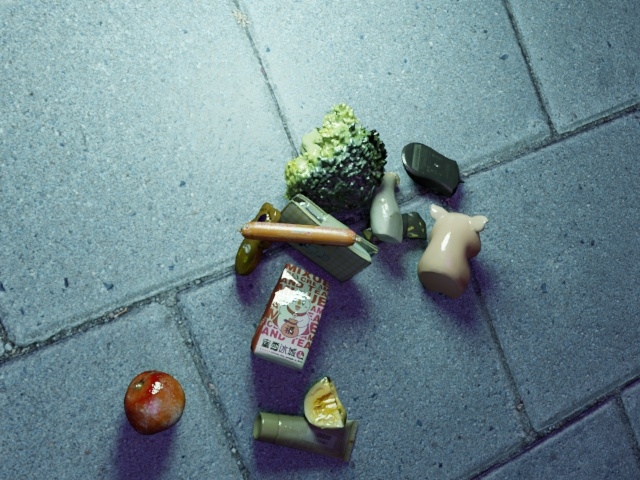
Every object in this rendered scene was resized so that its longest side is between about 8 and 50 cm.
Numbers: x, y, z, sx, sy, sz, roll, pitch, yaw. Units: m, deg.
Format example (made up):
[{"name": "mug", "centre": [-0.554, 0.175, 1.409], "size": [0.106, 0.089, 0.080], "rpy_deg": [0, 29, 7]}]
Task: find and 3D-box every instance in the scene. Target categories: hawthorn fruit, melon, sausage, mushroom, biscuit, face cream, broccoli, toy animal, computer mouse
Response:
[{"name": "hawthorn fruit", "centre": [-0.471, 0.456, 1.229], "size": [0.173, 0.173, 0.172], "rpy_deg": [1, 88, -14]}, {"name": "melon", "centre": [0.009, 0.529, 1.381], "size": [0.128, 0.079, 0.160], "rpy_deg": [-15, 63, -9]}, {"name": "sausage", "centre": [-0.059, -0.018, 1.215], "size": [0.348, 0.053, 0.053], "rpy_deg": [5, 87, -2]}, {"name": "mushroom", "centre": [0.215, -0.122, 1.409], "size": [0.118, 0.103, 0.270], "rpy_deg": [32, 53, -41]}, {"name": "biscuit", "centre": [-0.197, -0.002, 1.313], "size": [0.039, 0.180, 0.236], "rpy_deg": [23, 96, -32]}, {"name": "face cream", "centre": [-0.041, 0.616, 1.375], "size": [0.341, 0.084, 0.137], "rpy_deg": [18, 82, -20]}, {"name": "broccoli", "centre": [0.033, -0.234, 1.349], "size": [0.348, 0.293, 0.280], "rpy_deg": [-37, 56, 13]}, {"name": "toy animal", "centre": [0.441, 0.043, 1.446], "size": [0.195, 0.213, 0.256], "rpy_deg": [14, 73, 30]}, {"name": "computer mouse", "centre": [0.380, -0.241, 1.501], "size": [0.264, 0.088, 0.147], "rpy_deg": [23, 64, -12]}]

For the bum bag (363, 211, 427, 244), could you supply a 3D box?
[{"name": "bum bag", "centre": [0.254, -0.041, 1.476], "size": [0.233, 0.060, 0.106], "rpy_deg": [-4, 77, -16]}]

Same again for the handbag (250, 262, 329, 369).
[{"name": "handbag", "centre": [-0.092, 0.230, 1.337], "size": [0.171, 0.151, 0.298], "rpy_deg": [21, 80, -8]}]

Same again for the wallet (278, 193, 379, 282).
[{"name": "wallet", "centre": [0.000, 0.000, 1.338], "size": [0.310, 0.223, 0.077], "rpy_deg": [36, 57, -11]}]
